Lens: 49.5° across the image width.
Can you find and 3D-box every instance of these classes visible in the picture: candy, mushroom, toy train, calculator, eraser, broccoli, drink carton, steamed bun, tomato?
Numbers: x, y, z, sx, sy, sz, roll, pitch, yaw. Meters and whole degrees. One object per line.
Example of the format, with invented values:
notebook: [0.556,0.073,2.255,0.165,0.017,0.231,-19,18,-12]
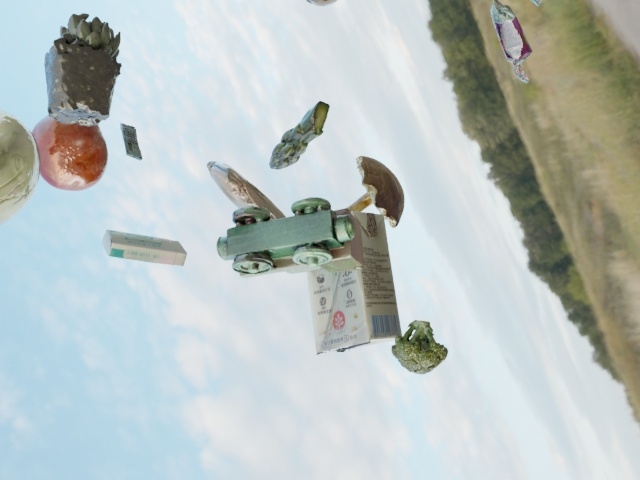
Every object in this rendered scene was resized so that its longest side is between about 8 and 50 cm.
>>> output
candy: [0.310,-0.331,1.124,0.175,0.043,0.045,51,-157,-42]
mushroom: [0.108,-0.107,2.004,0.233,0.301,0.208,60,161,8]
toy train: [-0.059,0.009,1.490,0.221,0.304,0.150,41,-137,-64]
calculator: [-0.593,-0.311,2.179,0.057,0.018,0.172,18,-147,-36]
eraser: [-0.507,0.023,2.001,0.225,0.052,0.095,10,-162,-32]
broccoli: [0.224,0.242,1.569,0.131,0.130,0.120,18,-105,-37]
drink carton: [0.076,0.110,1.731,0.132,0.194,0.324,4,-107,-44]
steamed bun: [-0.758,-0.133,1.493,0.334,0.312,0.233,36,144,38]
tomato: [-0.710,-0.255,1.940,0.188,0.232,0.232,-17,-97,-45]

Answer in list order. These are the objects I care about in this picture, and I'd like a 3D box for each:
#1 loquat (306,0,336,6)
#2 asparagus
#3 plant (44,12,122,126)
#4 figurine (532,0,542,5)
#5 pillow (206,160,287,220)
loquat: [0.003,-0.634,1.678,0.141,0.141,0.141,54,-158,-33]
asparagus: [-0.062,-0.252,1.786,0.080,0.287,0.080,16,-121,-28]
plant: [-0.448,-0.320,1.304,0.129,0.132,0.194,10,-101,-32]
figurine: [0.490,-0.607,1.393,0.205,0.260,0.103,40,-153,0]
pillow: [-0.159,-0.087,1.682,0.270,0.067,0.173,45,174,-25]
